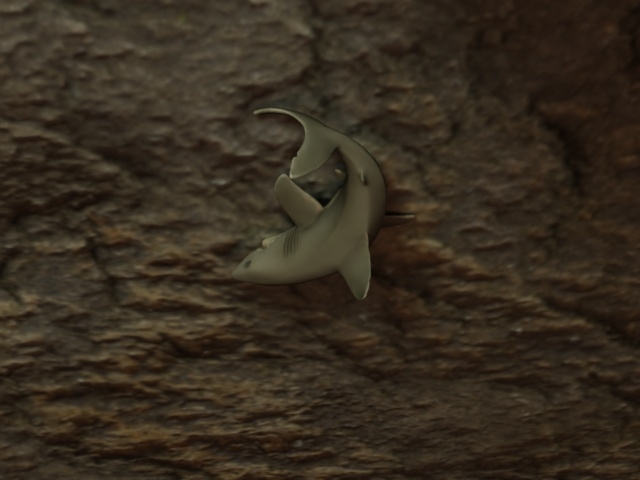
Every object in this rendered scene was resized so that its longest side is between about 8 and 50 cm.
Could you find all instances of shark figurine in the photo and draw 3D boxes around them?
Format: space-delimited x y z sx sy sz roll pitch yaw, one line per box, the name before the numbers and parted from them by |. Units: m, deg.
shark figurine | 0.020 -0.012 1.463 0.166 0.116 0.278 -2 152 -10
